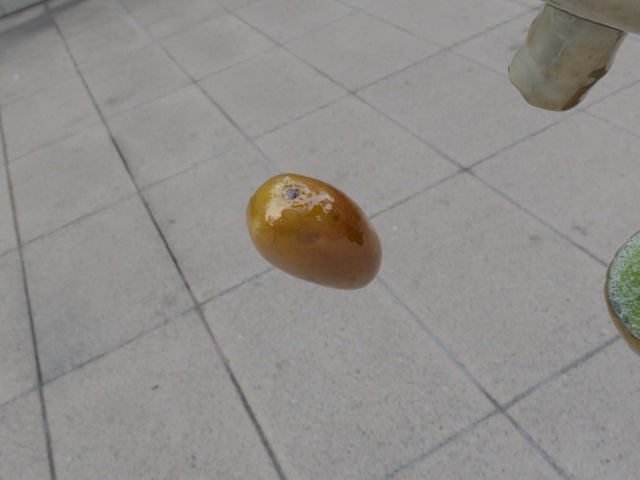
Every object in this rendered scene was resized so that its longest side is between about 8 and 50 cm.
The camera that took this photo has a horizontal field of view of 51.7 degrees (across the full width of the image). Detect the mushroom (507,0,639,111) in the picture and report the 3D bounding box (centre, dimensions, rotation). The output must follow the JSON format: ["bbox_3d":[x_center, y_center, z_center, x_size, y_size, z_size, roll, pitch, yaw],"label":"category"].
[{"bbox_3d":[0.194,-0.198,0.463,0.209,0.206,0.206,-42,25,31],"label":"mushroom"}]

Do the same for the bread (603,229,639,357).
[{"bbox_3d":[0.437,0.048,0.735,0.236,0.070,0.236,-29,37,25],"label":"bread"}]

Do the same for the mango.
[{"bbox_3d":[0.001,0.005,0.842,0.141,0.217,0.102,-33,45,18],"label":"mango"}]
